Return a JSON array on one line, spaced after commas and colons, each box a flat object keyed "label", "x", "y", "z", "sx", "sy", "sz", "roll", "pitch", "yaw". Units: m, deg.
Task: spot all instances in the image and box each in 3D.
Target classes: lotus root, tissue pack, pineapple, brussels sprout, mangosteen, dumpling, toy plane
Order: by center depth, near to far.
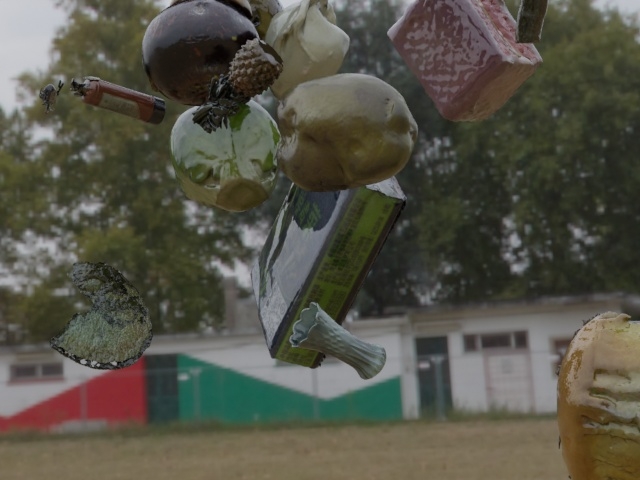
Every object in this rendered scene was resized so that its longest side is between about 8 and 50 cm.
[{"label": "pineapple", "x": -0.124, "y": -0.217, "z": 1.377, "sx": 0.159, "sy": 0.074, "sz": 0.074, "roll": -42, "pitch": -26, "yaw": 23}, {"label": "dumpling", "x": -0.020, "y": -0.304, "z": 1.519, "sx": 0.132, "sy": 0.162, "sz": 0.250, "roll": 14, "pitch": -31, "yaw": 9}, {"label": "mangosteen", "x": -0.192, "y": -0.326, "z": 1.538, "sx": 0.192, "sy": 0.217, "sz": 0.192, "roll": -4, "pitch": -27, "yaw": -2}, {"label": "tissue pack", "x": 0.000, "y": 0.000, "z": 1.776, "sx": 0.124, "sy": 0.394, "sz": 0.288, "roll": 14, "pitch": 28, "yaw": -22}, {"label": "lotus root", "x": -0.144, "y": -0.421, "z": 1.799, "sx": 0.152, "sy": 0.160, "sz": 0.275, "roll": -40, "pitch": 1, "yaw": 0}, {"label": "brussels sprout", "x": -0.178, "y": -0.162, "z": 1.861, "sx": 0.219, "sy": 0.271, "sz": 0.210, "roll": -15, "pitch": -46, "yaw": -11}, {"label": "toy plane", "x": -0.665, "y": -0.349, "z": 2.339, "sx": 0.049, "sy": 0.031, "sz": 0.121, "roll": -28, "pitch": -17, "yaw": -39}]

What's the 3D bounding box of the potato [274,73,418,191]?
[{"label": "potato", "x": 0.031, "y": -0.149, "z": 1.302, "sx": 0.200, "sy": 0.155, "sz": 0.137, "roll": -4, "pitch": 22, "yaw": 20}]

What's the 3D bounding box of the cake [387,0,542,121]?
[{"label": "cake", "x": 0.352, "y": -0.461, "z": 2.309, "sx": 0.237, "sy": 0.309, "sz": 0.230, "roll": -8, "pitch": -28, "yaw": -47}]

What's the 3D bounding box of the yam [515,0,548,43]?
[{"label": "yam", "x": 0.400, "y": -0.499, "z": 1.750, "sx": 0.061, "sy": 0.274, "sz": 0.061, "roll": 4, "pitch": 17, "yaw": -1}]

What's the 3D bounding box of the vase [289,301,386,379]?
[{"label": "vase", "x": 0.033, "y": 0.166, "z": 1.517, "sx": 0.148, "sy": 0.081, "sz": 0.081, "roll": 30, "pitch": -22, "yaw": -19}]

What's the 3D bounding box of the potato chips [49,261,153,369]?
[{"label": "potato chips", "x": -0.422, "y": 0.145, "z": 1.837, "sx": 0.202, "sy": 0.220, "sz": 0.029, "roll": 7, "pitch": -28, "yaw": -27}]

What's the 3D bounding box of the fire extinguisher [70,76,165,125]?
[{"label": "fire extinguisher", "x": -0.346, "y": -0.240, "z": 1.598, "sx": 0.177, "sy": 0.050, "sz": 0.062, "roll": 13, "pitch": -9, "yaw": -39}]

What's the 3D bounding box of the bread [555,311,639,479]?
[{"label": "bread", "x": 0.428, "y": 0.230, "z": 1.346, "sx": 0.204, "sy": 0.262, "sz": 0.162, "roll": 2, "pitch": -8, "yaw": 24}]
